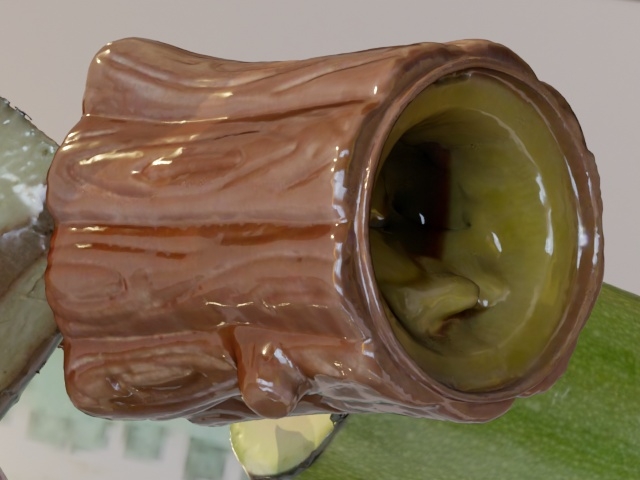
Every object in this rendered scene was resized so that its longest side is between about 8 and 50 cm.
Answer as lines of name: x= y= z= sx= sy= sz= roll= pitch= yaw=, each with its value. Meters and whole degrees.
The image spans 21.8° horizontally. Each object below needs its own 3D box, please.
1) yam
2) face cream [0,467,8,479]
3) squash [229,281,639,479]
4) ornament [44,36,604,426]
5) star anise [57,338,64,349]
yam: x=-0.207 y=0.034 z=0.913 sx=0.238 sy=0.129 sz=0.128 roll=-52 pitch=-49 yaw=-11
face cream: x=-0.320 y=0.278 z=1.401 sx=0.175 sy=0.175 sz=0.195 roll=-68 pitch=-36 yaw=-50
squash: x=0.148 y=0.134 z=1.405 sx=0.263 sy=0.384 sz=0.263 roll=-50 pitch=28 yaw=40
ornament: x=0.000 y=0.000 z=0.813 sx=0.221 sy=0.218 sz=0.235 roll=-48 pitch=-63 yaw=-32
star anise: x=-0.204 y=0.049 z=1.281 sx=0.212 sy=0.196 sz=0.111 roll=-98 pitch=-4 yaw=-83
